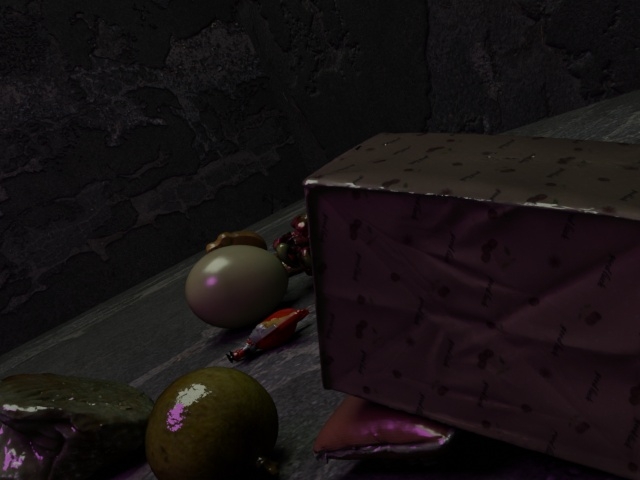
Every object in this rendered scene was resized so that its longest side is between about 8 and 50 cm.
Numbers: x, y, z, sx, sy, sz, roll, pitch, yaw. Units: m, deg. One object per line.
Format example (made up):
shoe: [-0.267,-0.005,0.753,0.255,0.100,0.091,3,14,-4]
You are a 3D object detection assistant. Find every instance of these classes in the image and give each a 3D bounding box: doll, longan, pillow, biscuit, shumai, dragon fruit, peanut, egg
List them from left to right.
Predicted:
shumai: [-0.384,0.320,0.969,0.272,0.203,0.222,10,1,-18]
longan: [-0.119,0.228,0.741,0.176,0.145,0.154,30,70,28]
egg: [-0.187,0.102,1.440,0.242,0.186,0.186,-16,4,-33]
biscuit: [-0.187,0.069,1.565,0.184,0.249,0.035,-23,44,-9]
doll: [-0.097,0.180,1.202,0.169,0.057,0.109,-38,-8,1]
peanut: [-0.079,0.072,1.782,0.113,0.054,0.054,-27,9,0]
dragon fruit: [0.003,0.004,1.569,0.273,0.198,0.218,-28,54,-19]
pillow: [0.099,0.172,0.665,0.171,0.075,0.179,-16,12,39]

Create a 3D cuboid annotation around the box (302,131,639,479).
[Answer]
box: [0.161,0.034,0.567,0.297,0.225,0.190,8,27,29]
